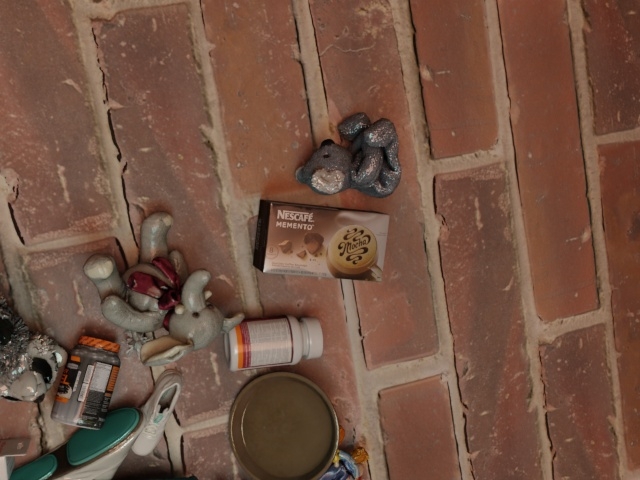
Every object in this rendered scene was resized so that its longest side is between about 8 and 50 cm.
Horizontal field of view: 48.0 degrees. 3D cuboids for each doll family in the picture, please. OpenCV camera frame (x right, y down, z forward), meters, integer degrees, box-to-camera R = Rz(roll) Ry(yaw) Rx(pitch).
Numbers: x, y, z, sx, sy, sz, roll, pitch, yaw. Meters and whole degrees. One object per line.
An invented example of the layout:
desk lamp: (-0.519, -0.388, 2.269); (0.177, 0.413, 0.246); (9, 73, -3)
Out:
doll family: (0.031, 0.553, 1.788); (0.163, 0.118, 0.263); (-39, 105, -9)

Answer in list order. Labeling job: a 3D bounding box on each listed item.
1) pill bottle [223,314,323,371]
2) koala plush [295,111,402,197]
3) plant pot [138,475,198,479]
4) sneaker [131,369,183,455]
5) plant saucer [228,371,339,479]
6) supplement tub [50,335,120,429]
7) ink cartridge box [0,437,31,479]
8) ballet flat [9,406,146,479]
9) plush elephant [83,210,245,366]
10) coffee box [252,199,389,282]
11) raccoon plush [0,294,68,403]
pill bottle: (-0.113, 0.241, 1.712); (0.221, 0.121, 0.121); (-4, 97, -17)
koala plush: (0.058, -0.171, 1.687); (0.221, 0.196, 0.203); (-20, 111, -17)
plant pot: (-0.416, 0.655, 1.586); (0.255, 0.271, 0.272); (10, 93, -18)
sneaker: (-0.382, 0.407, 1.666); (0.080, 0.094, 0.212); (24, 89, -18)
plant saucer: (-0.086, 0.454, 1.726); (0.278, 0.041, 0.278); (-1, 87, 13)
supplement tub: (-0.515, 0.314, 1.594); (0.117, 0.117, 0.190); (17, 74, -17)
ink cartridge box: (-0.736, 0.487, 1.560); (0.198, 0.115, 0.067); (-4, 96, -15)
ballet flat: (-0.554, 0.518, 1.625); (0.400, 0.139, 0.139); (-30, 103, -7)
plush elephant: (-0.320, 0.137, 1.558); (0.255, 0.272, 0.330); (9, 114, 22)
coffee box: (0.000, 0.000, 1.719); (0.297, 0.119, 0.168); (6, 95, -17)
raccoon plush: (-0.711, 0.153, 1.540); (0.216, 0.299, 0.446); (-25, 70, 3)
